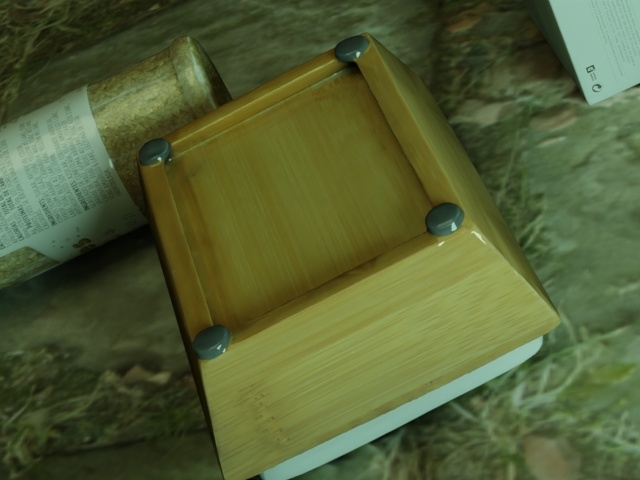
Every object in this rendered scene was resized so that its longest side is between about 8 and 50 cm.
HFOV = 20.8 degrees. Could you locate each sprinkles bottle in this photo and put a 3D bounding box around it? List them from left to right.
[{"bbox_3d":[-0.230,-0.030,1.323,0.355,0.121,0.121,-25,38,5],"label":"sprinkles bottle"}]

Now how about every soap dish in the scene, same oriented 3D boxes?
[{"bbox_3d":[0.000,0.000,1.150,0.229,0.118,0.291,-27,39,3],"label":"soap dish"}]

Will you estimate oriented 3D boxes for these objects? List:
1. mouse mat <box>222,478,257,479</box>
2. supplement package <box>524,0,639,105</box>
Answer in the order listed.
[{"bbox_3d":[-0.113,0.189,1.018,0.152,0.007,0.190,-7,18,3],"label":"mouse mat"},{"bbox_3d":[0.228,-0.243,1.217,0.203,0.194,0.149,-25,39,4],"label":"supplement package"}]
